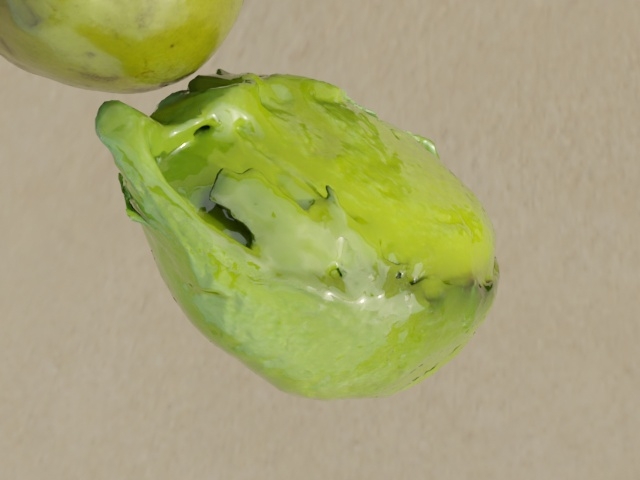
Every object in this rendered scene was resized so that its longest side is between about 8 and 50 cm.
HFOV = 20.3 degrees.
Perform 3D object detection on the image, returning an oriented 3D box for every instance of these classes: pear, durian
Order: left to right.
[{"bbox_3d":[-0.085,-0.107,0.688,0.107,0.131,0.107,0,91,19],"label":"pear"},{"bbox_3d":[0.000,0.000,0.738,0.139,0.250,0.101,48,112,16],"label":"durian"}]
